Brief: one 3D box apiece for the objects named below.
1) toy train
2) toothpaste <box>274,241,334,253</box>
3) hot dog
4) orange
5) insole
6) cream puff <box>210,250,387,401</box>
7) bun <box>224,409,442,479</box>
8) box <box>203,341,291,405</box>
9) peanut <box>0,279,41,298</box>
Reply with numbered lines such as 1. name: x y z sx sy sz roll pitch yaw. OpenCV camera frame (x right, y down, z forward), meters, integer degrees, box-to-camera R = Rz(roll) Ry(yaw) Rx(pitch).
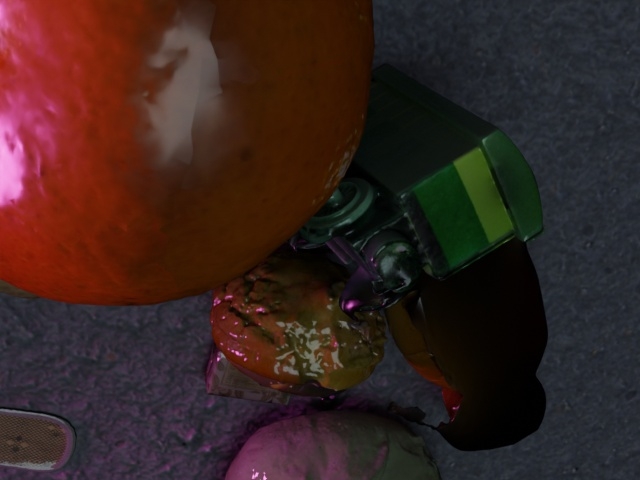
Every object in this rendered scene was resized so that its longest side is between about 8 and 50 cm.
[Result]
1. toy train: 0.057 -0.052 1.067 0.202 0.301 0.120 -30 117 -6
2. toothpaste: 0.000 0.000 1.227 0.170 0.028 0.045 1 133 -14
3. hot dog: 0.136 0.084 1.248 0.194 0.107 0.326 -15 124 -17
4. orange: -0.151 -0.154 0.925 0.424 0.326 0.423 8 104 31
5. insole: -0.427 0.206 1.255 0.322 0.007 0.109 10 114 -15
6. cream puff: -0.019 0.077 1.172 0.189 0.189 0.129 11 108 -16
7. bun: 0.021 0.335 1.309 0.283 0.179 0.283 -5 119 -9
8. box: -0.075 0.142 1.271 0.098 0.045 0.062 13 113 -16
9. peanut: -0.263 0.016 1.157 0.175 0.080 0.080 -6 117 -6
